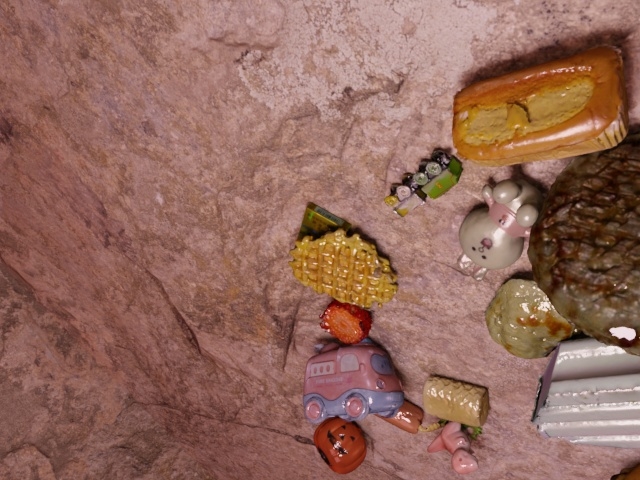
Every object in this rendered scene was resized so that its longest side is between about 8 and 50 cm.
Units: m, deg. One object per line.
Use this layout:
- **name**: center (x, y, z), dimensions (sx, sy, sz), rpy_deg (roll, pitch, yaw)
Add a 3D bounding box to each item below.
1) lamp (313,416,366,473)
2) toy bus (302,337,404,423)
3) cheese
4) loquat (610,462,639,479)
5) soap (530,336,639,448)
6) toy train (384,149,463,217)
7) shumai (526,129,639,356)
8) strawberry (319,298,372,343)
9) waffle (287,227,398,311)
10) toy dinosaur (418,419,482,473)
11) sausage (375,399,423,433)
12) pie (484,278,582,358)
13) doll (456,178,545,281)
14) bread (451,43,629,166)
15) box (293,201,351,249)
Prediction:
- **lamp**: center (0.074, 0.690, 2.018), dimensions (0.187, 0.164, 0.188), rpy_deg (44, 152, 30)
- **toy bus**: center (0.086, 0.398, 1.697), dimensions (0.294, 0.232, 0.197), rpy_deg (-17, 158, 34)
- **cheese**: center (0.372, 0.444, 1.628), dimensions (0.167, 0.094, 0.123), rpy_deg (8, 132, 31)
- **loquat**: center (0.810, 0.675, 1.359), dimensions (0.328, 0.328, 0.328), rpy_deg (20, 136, 20)
- **soap**: center (0.653, 0.310, 1.218), dimensions (0.446, 0.156, 0.261), rpy_deg (-19, 130, 38)
- **toy train**: center (0.217, -0.116, 1.260), dimensions (0.081, 0.060, 0.202), rpy_deg (39, 141, -10)
- **shumai**: center (0.561, 0.041, 0.993), dimensions (0.395, 0.395, 0.348), rpy_deg (4, 154, 33)
- **strawberry**: center (0.076, 0.217, 1.641), dimensions (0.145, 0.086, 0.145), rpy_deg (18, 136, 19)
- **waffle**: center (0.057, 0.077, 1.518), dimensions (0.262, 0.060, 0.280), rpy_deg (-22, 122, 39)
- **toy dinosaur**: center (0.388, 0.592, 1.689), dimensions (0.194, 0.177, 0.152), rpy_deg (-4, 123, 40)
- **sausage**: center (0.181, 0.495, 1.817), dimensions (0.289, 0.086, 0.086), rpy_deg (24, 137, 15)
- **pie**: center (0.477, 0.182, 1.321), dimensions (0.201, 0.090, 0.248), rpy_deg (25, 141, 11)
- **doll**: center (0.369, -0.025, 1.204), dimensions (0.155, 0.113, 0.275), rpy_deg (37, 147, 15)
- **bread**: center (0.366, -0.214, 1.002), dimensions (0.288, 0.153, 0.119), rpy_deg (-6, 167, 39)
- **box**: center (0.000, 0.000, 1.542), dimensions (0.121, 0.030, 0.193), rpy_deg (30, 138, 10)
